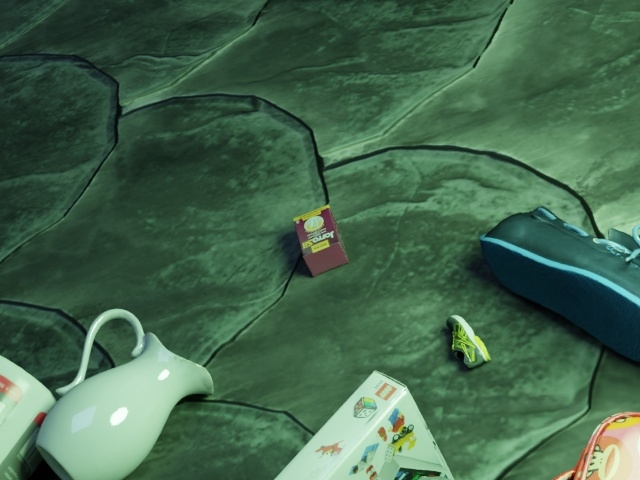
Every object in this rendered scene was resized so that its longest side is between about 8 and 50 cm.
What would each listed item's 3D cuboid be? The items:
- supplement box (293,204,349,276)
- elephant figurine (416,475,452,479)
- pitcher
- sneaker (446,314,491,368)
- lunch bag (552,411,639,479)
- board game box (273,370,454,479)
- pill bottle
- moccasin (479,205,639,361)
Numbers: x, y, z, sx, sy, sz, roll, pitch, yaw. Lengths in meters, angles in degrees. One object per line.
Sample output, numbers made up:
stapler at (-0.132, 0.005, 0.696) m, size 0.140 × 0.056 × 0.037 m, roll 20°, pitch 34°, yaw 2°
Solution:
supplement box at (0.000, 0.000, 1.788) m, size 0.055 × 0.043 × 0.083 m, roll -22°, pitch 41°, yaw 4°
elephant figurine at (0.112, 0.364, 1.282) m, size 0.186 × 0.169 × 0.239 m, roll -37°, pitch 28°, yaw 53°
pitcher at (-0.264, 0.195, 1.648) m, size 0.178 × 0.125 × 0.207 m, roll 39°, pitch 66°, yaw 18°
sneaker at (0.168, 0.120, 1.581) m, size 0.035 × 0.031 × 0.083 m, roll -34°, pitch 41°, yaw -6°
lunch bag at (0.299, 0.303, 1.197) m, size 0.258 × 0.120 × 0.293 m, roll 19°, pitch 55°, yaw 15°
board game box at (0.005, 0.304, 1.354) m, size 0.053 × 0.193 × 0.305 m, roll 25°, pitch 62°, yaw 43°
pill bottle at (-0.470, 0.299, 1.628) m, size 0.176 × 0.176 × 0.318 m, roll 9°, pitch 52°, yaw 35°
moccasin at (0.323, 0.030, 1.513) m, size 0.117 × 0.137 × 0.342 m, roll -37°, pitch 42°, yaw -18°
